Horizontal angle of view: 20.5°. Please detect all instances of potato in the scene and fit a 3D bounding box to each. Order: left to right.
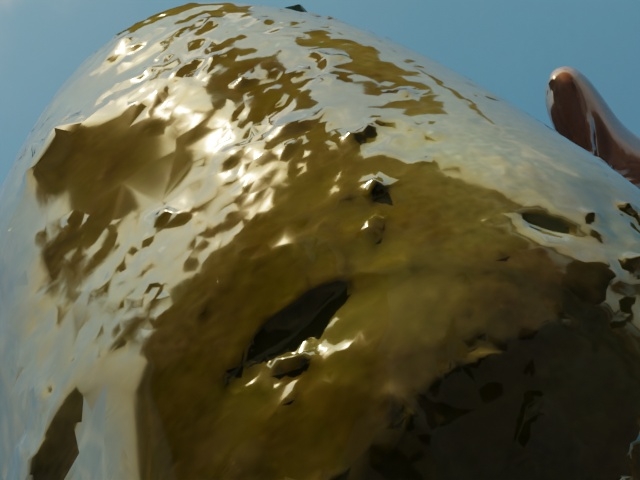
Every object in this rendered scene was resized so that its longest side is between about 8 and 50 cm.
[{"bbox_3d":[-0.003,0.070,0.580,0.270,0.219,0.359,-59,-144,13],"label":"potato"}]

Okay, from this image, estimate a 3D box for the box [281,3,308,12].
[{"bbox_3d":[0.000,0.000,1.049,0.092,0.245,0.153,-9,-133,44],"label":"box"}]

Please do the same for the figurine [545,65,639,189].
[{"bbox_3d":[0.250,0.093,0.994,0.421,0.154,0.193,37,-61,-10],"label":"figurine"}]
